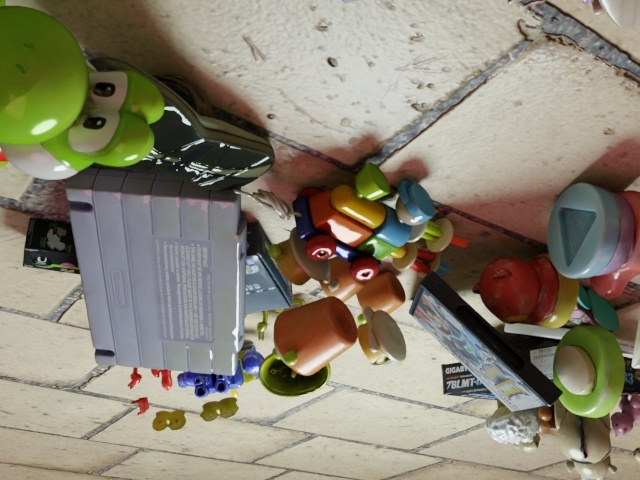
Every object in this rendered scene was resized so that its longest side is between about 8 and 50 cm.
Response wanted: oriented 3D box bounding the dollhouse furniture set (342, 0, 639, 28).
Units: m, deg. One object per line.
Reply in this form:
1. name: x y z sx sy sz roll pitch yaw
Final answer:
1. dollhouse furniture set: 0.105 -0.221 0.633 0.303 0.198 0.286 -13 148 19

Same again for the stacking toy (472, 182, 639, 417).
1. stacking toy: 0.346 0.086 1.104 0.130 0.279 0.309 6 145 -17

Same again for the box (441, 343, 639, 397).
1. box: 0.443 0.269 1.542 0.295 0.073 0.293 15 158 -38

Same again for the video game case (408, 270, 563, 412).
1. video game case: 0.245 0.168 1.238 0.035 0.248 0.275 -44 168 -7

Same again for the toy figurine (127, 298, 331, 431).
1. toy figurine: -0.158 0.214 1.477 0.362 0.191 0.217 -15 178 7

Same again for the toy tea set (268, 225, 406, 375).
1. toy tea set: 0.021 0.113 1.190 0.124 0.200 0.336 -30 150 24

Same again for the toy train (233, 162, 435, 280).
1. toy train: 0.027 -0.051 1.026 0.143 0.105 0.248 -36 137 29

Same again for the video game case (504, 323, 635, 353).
1. video game case: 0.465 0.179 1.437 0.173 0.022 0.190 14 172 -30

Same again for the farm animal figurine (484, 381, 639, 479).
1. farm animal figurine: 0.503 0.349 1.397 0.330 0.172 0.327 -15 156 36

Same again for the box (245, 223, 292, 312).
1. box: -0.177 0.058 1.227 0.233 0.059 0.183 -7 150 10

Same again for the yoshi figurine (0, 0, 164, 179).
1. yoshi figurine: -0.320 -0.138 0.694 0.362 0.203 0.203 5 111 21

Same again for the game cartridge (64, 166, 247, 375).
1. game cartridge: -0.221 0.055 1.118 0.230 0.068 0.355 3 132 -4

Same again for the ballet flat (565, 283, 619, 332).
1. ballet flat: 0.435 0.115 1.345 0.079 0.077 0.221 -23 149 32

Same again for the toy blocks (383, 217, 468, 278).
1. toy blocks: 0.166 0.012 1.178 0.148 0.054 0.123 21 143 -34

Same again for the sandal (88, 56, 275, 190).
1. sandal: -0.167 -0.133 0.889 0.120 0.086 0.303 -24 159 23

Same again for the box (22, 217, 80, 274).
1. box: -0.382 0.009 1.138 0.083 0.052 0.062 10 148 -17
